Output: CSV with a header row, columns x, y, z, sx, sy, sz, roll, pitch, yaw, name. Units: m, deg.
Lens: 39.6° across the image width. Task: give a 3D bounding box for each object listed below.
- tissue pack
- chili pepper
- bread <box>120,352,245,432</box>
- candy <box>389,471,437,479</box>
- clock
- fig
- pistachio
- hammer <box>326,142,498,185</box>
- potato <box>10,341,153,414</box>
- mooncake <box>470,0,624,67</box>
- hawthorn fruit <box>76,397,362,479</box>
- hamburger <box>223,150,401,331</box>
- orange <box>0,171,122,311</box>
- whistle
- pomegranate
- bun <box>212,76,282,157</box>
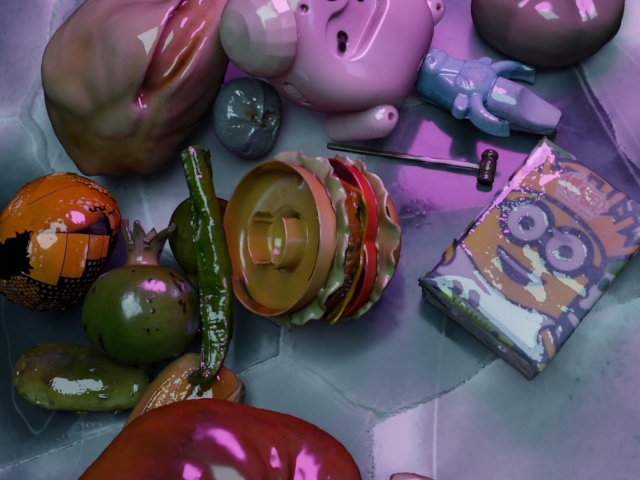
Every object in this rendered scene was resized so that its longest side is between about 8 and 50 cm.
x,y,z,sx,sy,sz,roll,pitch,yaw,name
0.334,0.026,1.373,0.228,0.128,0.311,39,80,15,tissue pack
-0.171,0.035,1.333,0.076,0.085,0.359,-6,78,1,chili pepper
-0.219,0.288,1.358,0.140,0.106,0.236,28,77,13,bread
0.226,0.421,1.222,0.320,0.179,0.135,17,75,13,candy
0.017,-0.361,1.431,0.184,0.325,0.342,-10,52,50,clock
-0.193,0.043,1.456,0.124,0.124,0.236,6,95,8,fig
-0.293,-0.309,1.467,0.281,0.365,0.446,25,83,-28,pistachio
0.152,-0.143,1.510,0.292,0.029,0.058,10,71,12,hammer
-0.376,0.221,1.405,0.225,0.090,0.117,7,51,4,potato
0.394,-0.426,1.514,0.274,0.135,0.275,-1,65,2,mooncake
-0.134,0.442,1.120,0.471,0.472,0.472,-2,71,6,hawthorn fruit
0.000,0.000,1.355,0.274,0.212,0.275,-3,86,49,hamburger
-0.424,0.001,1.422,0.234,0.234,0.182,-46,116,-10,orange
0.271,-0.245,1.496,0.274,0.093,0.186,23,49,10,whistle
-0.272,0.080,1.370,0.181,0.181,0.224,1,82,7,pomegranate
-0.115,-0.207,1.499,0.083,0.141,0.141,13,71,39,bun
